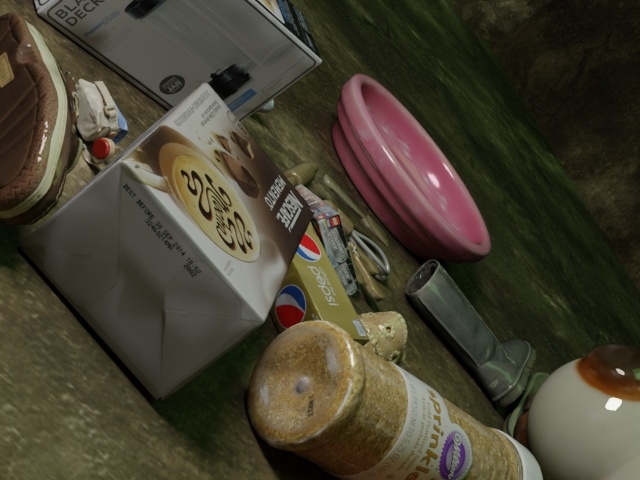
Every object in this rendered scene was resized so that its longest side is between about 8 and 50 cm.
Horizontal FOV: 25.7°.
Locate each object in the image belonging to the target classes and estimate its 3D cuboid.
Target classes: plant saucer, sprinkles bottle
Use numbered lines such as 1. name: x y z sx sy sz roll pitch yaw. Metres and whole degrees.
1. plant saucer: 0.125 -0.094 2.090 0.332 0.084 0.332 47 17 -19
2. sprinkles bottle: 0.080 0.193 1.330 0.355 0.121 0.121 35 24 -45

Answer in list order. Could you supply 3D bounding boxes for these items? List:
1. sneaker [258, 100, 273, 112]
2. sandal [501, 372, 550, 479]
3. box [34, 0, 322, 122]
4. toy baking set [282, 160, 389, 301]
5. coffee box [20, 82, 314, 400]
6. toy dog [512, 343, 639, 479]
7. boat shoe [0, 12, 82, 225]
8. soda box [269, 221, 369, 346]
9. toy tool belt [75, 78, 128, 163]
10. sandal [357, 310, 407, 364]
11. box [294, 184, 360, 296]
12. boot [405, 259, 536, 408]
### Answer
1. sneaker: -0.096 -0.176 1.744 0.098 0.038 0.069 33 26 -28
2. sandal: 0.313 0.251 1.887 0.120 0.086 0.303 49 23 -12
3. box: -0.152 -0.241 1.496 0.290 0.169 0.087 37 25 -46
4. toy baking set: 0.020 -0.016 1.756 0.197 0.030 0.256 54 17 -7
5. coffee box: -0.117 -0.011 1.204 0.168 0.119 0.297 50 17 -8
6. toy dog: 0.368 0.328 1.624 0.395 0.285 0.408 1 52 -21
7. boat shoe: -0.224 -0.088 1.124 0.095 0.095 0.257 48 16 -37
8. soda box: -0.022 0.045 1.431 0.058 0.061 0.181 6 47 -43
9. toy tool belt: -0.200 -0.108 1.297 0.051 0.052 0.083 6 50 -57
10. sandal: 0.061 0.102 1.528 0.088 0.079 0.240 57 17 11
11. box: 0.000 0.000 1.523 0.137 0.027 0.094 -138 -150 -66
12. boot: 0.204 0.115 1.931 0.208 0.076 0.190 45 15 -4
